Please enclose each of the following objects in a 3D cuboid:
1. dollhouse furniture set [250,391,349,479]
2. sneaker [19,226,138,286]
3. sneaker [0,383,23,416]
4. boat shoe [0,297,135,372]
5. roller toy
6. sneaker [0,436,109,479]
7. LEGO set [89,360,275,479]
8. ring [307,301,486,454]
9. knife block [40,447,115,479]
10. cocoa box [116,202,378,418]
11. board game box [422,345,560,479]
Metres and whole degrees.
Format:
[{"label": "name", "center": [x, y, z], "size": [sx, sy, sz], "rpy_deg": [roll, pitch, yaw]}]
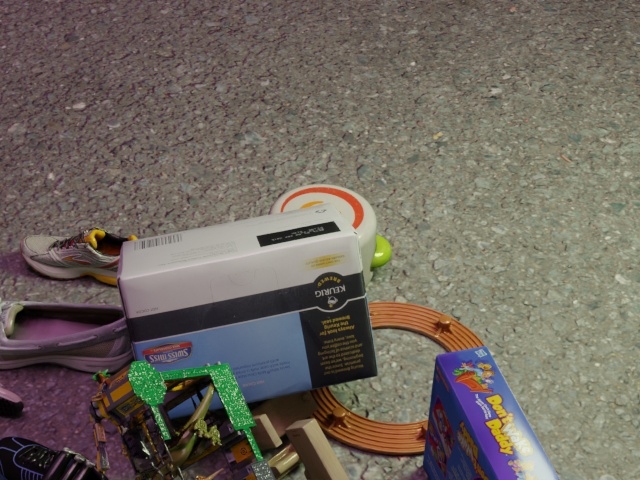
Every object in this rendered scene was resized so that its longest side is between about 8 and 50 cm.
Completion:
[{"label": "dollhouse furniture set", "center": [-0.002, 0.281, 1.736], "size": [0.123, 0.144, 0.151], "rpy_deg": [-32, 6, -35]}, {"label": "sneaker", "center": [-0.409, 0.012, 2.087], "size": [0.225, 0.092, 0.088], "rpy_deg": [5, 40, 5]}, {"label": "sneaker", "center": [-0.519, 0.216, 1.864], "size": [0.161, 0.057, 0.075], "rpy_deg": [15, 47, 19]}, {"label": "boat shoe", "center": [-0.452, 0.139, 1.924], "size": [0.321, 0.103, 0.118], "rpy_deg": [7, 40, 5]}, {"label": "roller toy", "center": [0.000, 0.000, 2.078], "size": [0.191, 0.146, 0.209], "rpy_deg": [32, 49, 32]}, {"label": "sneaker", "center": [-0.378, 0.326, 1.711], "size": [0.232, 0.090, 0.081], "rpy_deg": [24, 44, 23]}, {"label": "LEGO set", "center": [-0.197, 0.316, 1.567], "size": [0.331, 0.192, 0.255], "rpy_deg": [60, 28, 8]}, {"label": "ring", "center": [0.117, 0.206, 1.926], "size": [0.337, 0.032, 0.336], "rpy_deg": [2, 40, -2]}, {"label": "knife block", "center": [-0.386, 0.398, 1.549], "size": [0.276, 0.088, 0.242], "rpy_deg": [-12, 70, -15]}, {"label": "cocoa box", "center": [-0.112, 0.102, 1.810], "size": [0.347, 0.227, 0.231], "rpy_deg": [-11, 15, -6]}, {"label": "board game box", "center": [0.238, 0.346, 1.605], "size": [0.078, 0.233, 0.347], "rpy_deg": [-9, 41, -13]}]
